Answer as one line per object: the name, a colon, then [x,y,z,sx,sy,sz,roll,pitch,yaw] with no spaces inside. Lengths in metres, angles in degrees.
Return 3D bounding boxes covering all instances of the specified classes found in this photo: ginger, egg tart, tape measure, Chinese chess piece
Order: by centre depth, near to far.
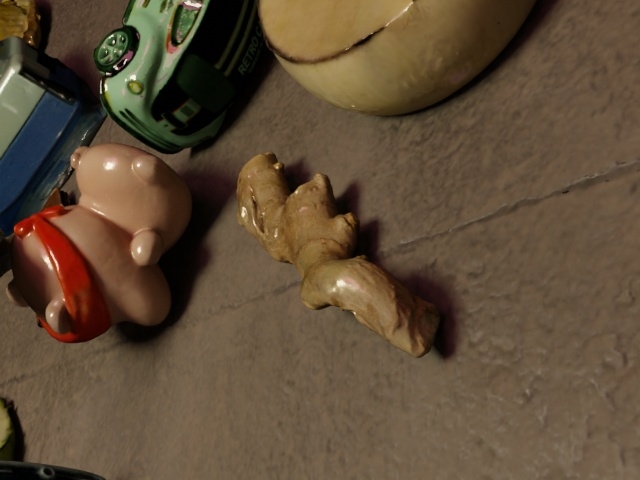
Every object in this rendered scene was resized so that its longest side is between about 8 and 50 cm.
ginger: [0.000,0.000,0.656,0.089,0.075,0.288,-53,35,3]
Chinese chess piece: [0.063,-0.228,0.685,0.257,0.104,0.257,-26,51,37]
tape measure: [-0.448,-0.158,1.179,0.259,0.138,0.262,-50,40,13]
egg tart: [-0.614,-0.297,1.449,0.345,0.132,0.345,-27,48,35]

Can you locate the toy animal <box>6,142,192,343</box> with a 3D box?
toy animal: [-0.213,0.006,0.819,0.171,0.171,0.197,22,77,51]

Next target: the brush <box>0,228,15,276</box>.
brush: [-0.319,0.014,0.855,0.336,0.020,0.085,-115,39,-80]

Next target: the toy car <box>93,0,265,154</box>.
toy car: [-0.119,-0.241,0.874,0.125,0.136,0.305,7,72,35]

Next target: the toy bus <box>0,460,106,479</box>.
toy bus: [-0.222,0.323,0.653,0.164,0.133,0.271,-54,41,16]

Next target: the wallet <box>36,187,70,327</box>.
wallet: [-0.330,0.016,1.035,0.095,0.026,0.176,-53,38,20]

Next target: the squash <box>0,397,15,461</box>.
squash: [-0.431,0.329,0.965,0.189,0.189,0.260,31,128,51]
